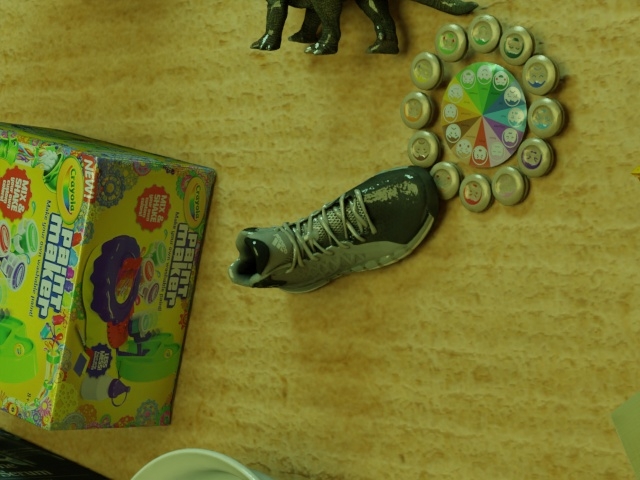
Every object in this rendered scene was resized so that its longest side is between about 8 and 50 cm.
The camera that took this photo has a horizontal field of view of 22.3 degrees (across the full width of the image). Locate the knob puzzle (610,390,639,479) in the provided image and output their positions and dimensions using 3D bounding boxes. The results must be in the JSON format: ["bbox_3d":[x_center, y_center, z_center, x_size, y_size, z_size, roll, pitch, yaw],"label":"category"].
[{"bbox_3d":[0.343,0.161,1.304,0.213,0.030,0.213,-20,61,40],"label":"knob puzzle"}]

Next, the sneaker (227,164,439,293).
[{"bbox_3d":[0.000,0.000,1.556,0.228,0.132,0.086,-32,74,38],"label":"sneaker"}]

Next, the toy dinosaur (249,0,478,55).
[{"bbox_3d":[0.009,-0.264,1.584,0.313,0.121,0.160,15,110,46],"label":"toy dinosaur"}]

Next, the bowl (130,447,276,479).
[{"bbox_3d":[-0.078,0.351,1.602,0.298,0.134,0.298,-4,85,42],"label":"bowl"}]

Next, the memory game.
[{"bbox_3d":[0.146,-0.117,1.507,0.186,0.012,0.186,4,96,41],"label":"memory game"}]

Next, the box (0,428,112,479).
[{"bbox_3d":[-0.445,0.333,1.826,0.395,0.293,0.212,15,96,41],"label":"box"}]

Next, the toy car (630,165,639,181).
[{"bbox_3d":[0.323,-0.069,1.356,0.040,0.060,0.122,48,150,-16],"label":"toy car"}]

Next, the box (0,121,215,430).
[{"bbox_3d":[-0.292,0.031,1.792,0.279,0.177,0.290,15,97,40],"label":"box"}]
